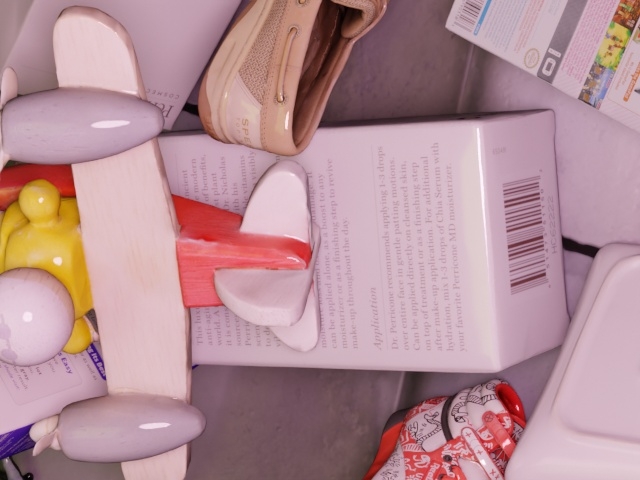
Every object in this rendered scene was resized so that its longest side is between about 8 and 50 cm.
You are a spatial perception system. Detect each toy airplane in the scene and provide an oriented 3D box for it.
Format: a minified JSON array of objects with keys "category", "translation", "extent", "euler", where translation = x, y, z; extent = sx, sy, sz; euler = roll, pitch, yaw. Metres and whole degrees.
[{"category":"toy airplane","translation":[-0.187,0.031,1.637],"extent":[0.386,0.272,0.384],"euler":[49,132,-3]}]

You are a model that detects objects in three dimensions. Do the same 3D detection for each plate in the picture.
[{"category":"plate","translation":[0.316,0.106,1.545],"extent":[0.277,0.278,0.045],"euler":[5,142,32]}]

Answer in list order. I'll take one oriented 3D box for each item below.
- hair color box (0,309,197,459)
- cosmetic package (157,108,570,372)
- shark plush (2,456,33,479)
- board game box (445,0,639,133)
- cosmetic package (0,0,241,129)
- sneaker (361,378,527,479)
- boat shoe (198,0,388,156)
[{"category":"hair color box","translation":[-0.294,0.107,1.872],"extent":[0.110,0.339,0.185],"euler":[-40,76,34]},{"category":"cosmetic package","translation":[0.000,0.000,1.772],"extent":[0.453,0.161,0.230],"euler":[0,98,32]},{"category":"shark plush","translation":[-0.335,0.325,2.097],"extent":[0.073,0.067,0.161],"euler":[3,99,33]},{"category":"board game box","translation":[0.288,-0.222,1.592],"extent":[0.303,0.097,0.224],"euler":[33,115,26]},{"category":"cosmetic package","translation":[-0.172,-0.316,1.779],"extent":[0.385,0.217,0.156],"euler":[-61,39,25]},{"category":"sneaker","translation":[0.116,0.227,1.686],"extent":[0.145,0.270,0.090],"euler":[-23,113,26]},{"category":"boat shoe","translation":[0.013,-0.229,1.692],"extent":[0.110,0.121,0.341],"euler":[18,76,31]}]
